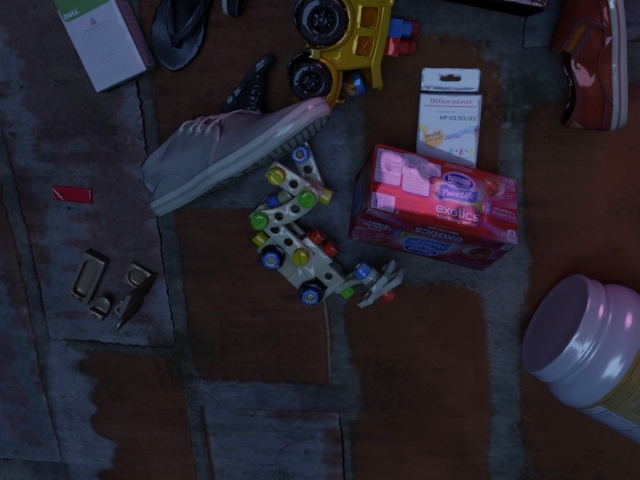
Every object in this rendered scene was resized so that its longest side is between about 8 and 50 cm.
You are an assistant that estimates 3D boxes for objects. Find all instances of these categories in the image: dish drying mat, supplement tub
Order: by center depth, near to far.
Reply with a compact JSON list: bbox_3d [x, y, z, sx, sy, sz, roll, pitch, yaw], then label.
[{"bbox_3d":[0.536,0.215,1.043,0.316,0.228,0.228,29,111,-1],"label":"supplement tub"},{"bbox_3d":[-0.502,-0.093,1.228,0.083,0.008,0.032,6,109,8],"label":"dish drying mat"}]

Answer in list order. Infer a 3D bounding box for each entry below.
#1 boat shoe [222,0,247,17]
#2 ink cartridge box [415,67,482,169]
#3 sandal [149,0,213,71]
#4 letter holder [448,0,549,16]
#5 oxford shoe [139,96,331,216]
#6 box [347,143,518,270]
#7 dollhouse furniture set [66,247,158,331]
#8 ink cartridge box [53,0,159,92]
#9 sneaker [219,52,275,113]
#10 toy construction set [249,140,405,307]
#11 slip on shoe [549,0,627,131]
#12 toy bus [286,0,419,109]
[{"bbox_3d":[-0.099,-0.473,0.989,0.079,0.084,0.233,26,108,1],"label":"boat shoe"},{"bbox_3d":[0.219,-0.201,1.041,0.105,0.061,0.181,3,109,9],"label":"ink cartridge box"},{"bbox_3d":[-0.228,-0.415,1.046,0.097,0.054,0.254,30,111,-1],"label":"sandal"},{"bbox_3d":[0.204,-0.476,0.904,0.302,0.152,0.214,13,109,5],"label":"letter holder"},{"bbox_3d":[-0.169,-0.154,1.011,0.450,0.169,0.130,-17,97,44],"label":"oxford shoe"},{"bbox_3d":[0.187,-0.051,1.016,0.257,0.128,0.122,13,154,-9],"label":"box"},{"bbox_3d":[-0.446,0.107,1.225,0.151,0.123,0.144,30,111,-2],"label":"dollhouse furniture set"},{"bbox_3d":[-0.387,-0.382,1.079,0.109,0.062,0.209,-19,104,15],"label":"ink cartridge box"},{"bbox_3d":[-0.116,-0.246,1.090,0.089,0.051,0.170,44,115,-7],"label":"sneaker"},{"bbox_3d":[0.000,0.000,1.111,0.215,0.151,0.327,-42,87,19],"label":"toy construction set"},{"bbox_3d":[0.408,-0.326,0.942,0.102,0.123,0.331,-8,112,16],"label":"slip on shoe"},{"bbox_3d":[0.054,-0.311,1.002,0.212,0.149,0.220,6,113,-9],"label":"toy bus"}]
